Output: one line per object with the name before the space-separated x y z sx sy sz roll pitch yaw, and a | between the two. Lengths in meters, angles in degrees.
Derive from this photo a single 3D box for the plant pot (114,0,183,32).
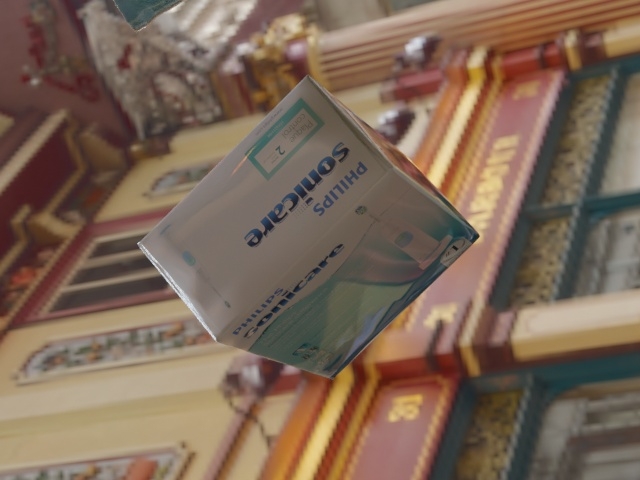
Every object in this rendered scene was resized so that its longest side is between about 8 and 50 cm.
plant pot | -0.172 -0.392 1.586 0.293 0.196 0.293 -26 -90 -90

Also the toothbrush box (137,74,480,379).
toothbrush box | 0.000 0.000 1.412 0.126 0.216 0.295 48 -171 21
